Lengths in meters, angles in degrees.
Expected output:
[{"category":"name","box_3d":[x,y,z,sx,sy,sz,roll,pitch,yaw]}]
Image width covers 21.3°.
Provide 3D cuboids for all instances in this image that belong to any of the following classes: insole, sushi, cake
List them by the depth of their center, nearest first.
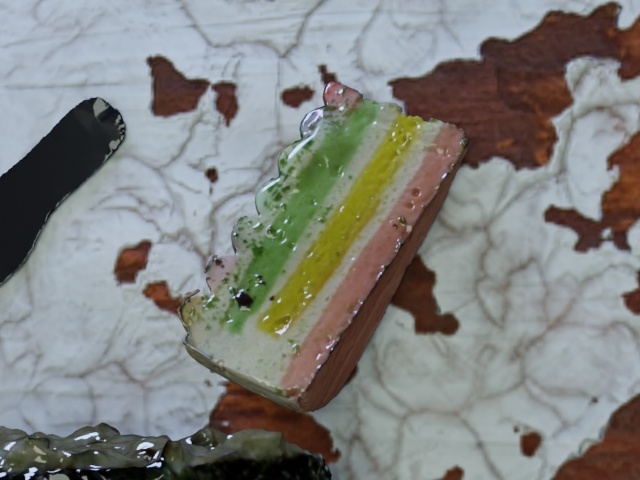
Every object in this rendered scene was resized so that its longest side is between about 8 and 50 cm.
[{"category":"sushi","box_3d":[-0.168,0.202,1.086,0.350,0.211,0.170,-5,90,23]},{"category":"cake","box_3d":[0.003,0.009,1.146,0.109,0.090,0.225,27,73,18]},{"category":"insole","box_3d":[-0.211,-0.028,1.224,0.188,0.004,0.064,-46,76,6]}]
